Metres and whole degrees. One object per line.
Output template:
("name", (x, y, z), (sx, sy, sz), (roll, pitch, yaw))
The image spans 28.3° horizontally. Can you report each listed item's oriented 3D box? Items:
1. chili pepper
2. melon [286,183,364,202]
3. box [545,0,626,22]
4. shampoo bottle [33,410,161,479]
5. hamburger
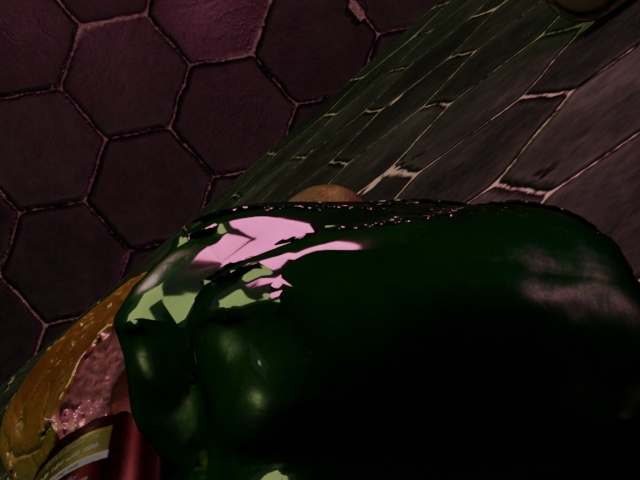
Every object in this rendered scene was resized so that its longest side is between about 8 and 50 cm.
("chili pepper", (0.053, 0.060, 0.488), (0.261, 0.174, 0.165), (-2, -22, -37))
("melon", (0.000, 0.000, 1.177), (0.098, 0.098, 0.131), (-32, 19, 44))
("box", (0.341, -0.415, 1.330), (0.328, 0.253, 0.178), (-35, -2, 29))
("shampoo bottle", (-0.171, 0.215, 0.911), (0.129, 0.084, 0.323), (-34, 10, 1))
("hamburger", (-0.199, 0.139, 1.236), (0.211, 0.132, 0.309), (-28, 17, 46))
